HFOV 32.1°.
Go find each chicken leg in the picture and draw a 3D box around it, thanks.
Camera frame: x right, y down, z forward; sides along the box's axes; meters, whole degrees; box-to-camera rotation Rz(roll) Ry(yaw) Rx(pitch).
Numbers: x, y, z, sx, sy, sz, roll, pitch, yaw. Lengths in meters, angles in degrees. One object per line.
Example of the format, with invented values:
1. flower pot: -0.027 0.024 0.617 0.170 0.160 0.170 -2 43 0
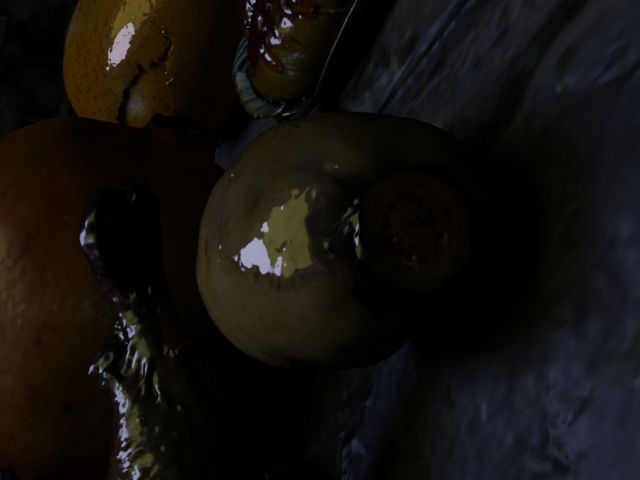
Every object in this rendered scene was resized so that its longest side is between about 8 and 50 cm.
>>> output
1. chicken leg: -0.105 0.138 0.575 0.177 0.083 0.322 37 116 29

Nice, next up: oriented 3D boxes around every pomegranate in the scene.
1. pomegranate: -0.138 0.037 0.742 0.264 0.264 0.264 -170 90 -72

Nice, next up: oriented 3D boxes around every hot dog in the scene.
1. hot dog: -0.002 -0.199 0.706 0.162 0.082 0.270 -95 23 -43

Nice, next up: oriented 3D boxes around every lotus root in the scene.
1. lotus root: 0.000 0.000 0.528 0.221 0.125 0.118 -2 104 66

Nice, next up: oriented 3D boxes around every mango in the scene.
1. mango: -0.123 -0.187 0.957 0.290 0.160 0.191 -51 26 38

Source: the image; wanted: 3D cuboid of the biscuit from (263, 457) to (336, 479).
1. biscuit: -0.027 0.295 0.546 0.455 0.078 0.349 -166 90 -72
